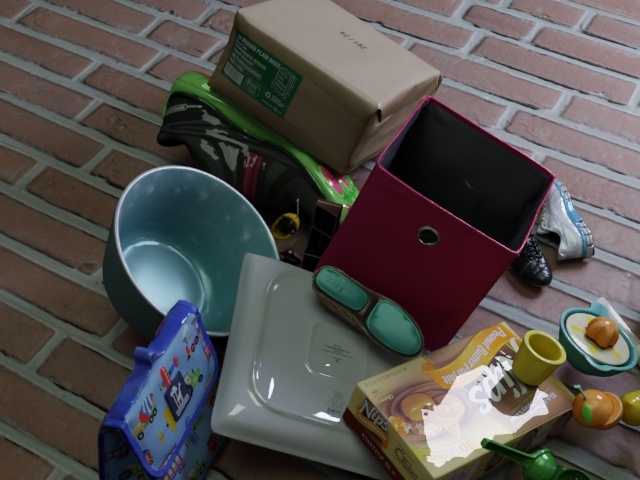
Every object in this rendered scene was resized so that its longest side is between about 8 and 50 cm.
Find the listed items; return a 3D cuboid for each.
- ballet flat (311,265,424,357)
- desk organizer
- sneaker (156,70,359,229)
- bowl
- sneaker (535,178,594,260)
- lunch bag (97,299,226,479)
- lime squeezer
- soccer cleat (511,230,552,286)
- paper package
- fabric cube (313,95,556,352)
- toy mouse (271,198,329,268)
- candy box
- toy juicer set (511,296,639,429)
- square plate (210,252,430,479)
[{"bbox_3d":[0.075,0.113,1.553,0.206,0.067,0.073,40,76,9],"label":"ballet flat"},{"bbox_3d":[0.000,0.000,1.691,0.047,0.130,0.050,15,26,4],"label":"desk organizer"},{"bbox_3d":[-0.108,-0.123,1.861,0.483,0.185,0.202,38,103,18],"label":"sneaker"},{"bbox_3d":[-0.236,0.048,1.642,0.311,0.163,0.312,24,48,-29],"label":"bowl"},{"bbox_3d":[0.426,-0.040,1.812,0.083,0.071,0.191,-16,49,-5],"label":"sneaker"},{"bbox_3d":[-0.234,0.239,1.428,0.138,0.293,0.221,16,51,16],"label":"lunch bag"},{"bbox_3d":[0.341,0.353,1.422,0.310,0.059,0.110,34,22,-10],"label":"lime squeezer"},{"bbox_3d":[0.361,0.006,1.767,0.060,0.072,0.179,-15,49,-11],"label":"soccer cleat"},{"bbox_3d":[0.013,-0.302,1.837,0.325,0.168,0.309,36,32,12],"label":"paper package"},{"bbox_3d":[0.183,-0.026,1.603,0.254,0.258,0.259,34,41,4],"label":"fabric cube"},{"bbox_3d":[-0.027,0.014,1.762,0.143,0.161,0.031,42,37,-5],"label":"toy mouse"},{"bbox_3d":[0.214,0.252,1.477,0.316,0.088,0.183,-16,52,-35],"label":"candy box"},{"bbox_3d":[0.458,0.182,1.537,0.209,0.089,0.329,43,37,23],"label":"toy juicer set"},{"bbox_3d":[0.024,0.189,1.548,0.347,0.049,0.344,18,47,-12],"label":"square plate"}]
